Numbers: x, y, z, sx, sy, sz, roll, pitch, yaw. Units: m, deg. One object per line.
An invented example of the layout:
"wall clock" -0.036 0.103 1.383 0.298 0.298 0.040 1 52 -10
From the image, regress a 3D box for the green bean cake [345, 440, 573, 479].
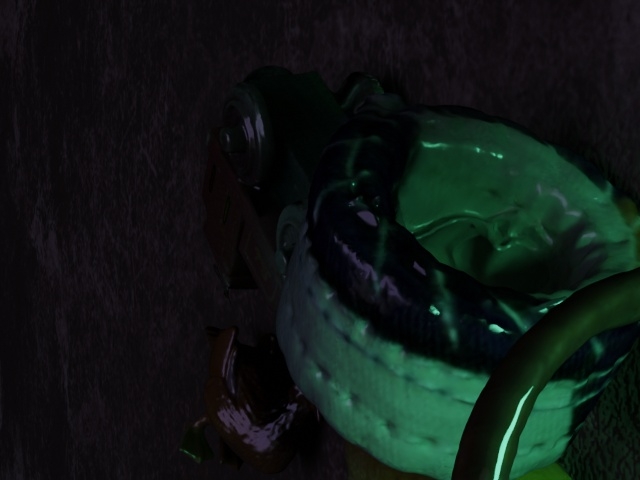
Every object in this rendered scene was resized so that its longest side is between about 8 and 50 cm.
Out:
"green bean cake" 0.082 0.228 0.861 0.233 0.124 0.236 46 129 49

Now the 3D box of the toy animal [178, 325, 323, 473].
"toy animal" -0.062 0.136 1.163 0.179 0.089 0.188 -44 51 30

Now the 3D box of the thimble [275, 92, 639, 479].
"thimble" 0.083 0.023 0.755 0.237 0.237 0.150 61 142 40

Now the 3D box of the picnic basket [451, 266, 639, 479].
"picnic basket" 0.191 0.156 0.493 0.337 0.293 0.337 168 90 -69

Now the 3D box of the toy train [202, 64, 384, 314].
"toy train" 0.000 0.000 0.999 0.221 0.150 0.304 105 147 -44
